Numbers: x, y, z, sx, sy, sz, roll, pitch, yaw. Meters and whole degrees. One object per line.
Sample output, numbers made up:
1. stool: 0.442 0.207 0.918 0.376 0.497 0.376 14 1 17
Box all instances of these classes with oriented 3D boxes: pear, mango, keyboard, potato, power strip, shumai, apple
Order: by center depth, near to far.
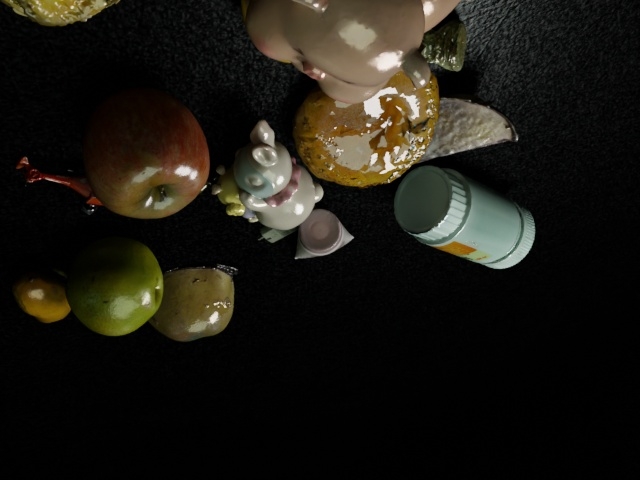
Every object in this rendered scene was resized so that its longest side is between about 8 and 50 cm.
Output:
1. apple: -0.262 -0.131 1.342 0.188 0.174 0.188 -20 149 -12
2. shumai: 0.189 -0.313 1.446 0.080 0.082 0.083 11 144 23
3. potato: 0.215 -0.212 1.614 0.261 0.100 0.120 -12 113 16
4. pear: -0.394 0.078 1.630 0.216 0.180 0.166 9 158 2
5. mango: -0.520 0.110 1.693 0.098 0.075 0.190 -1 153 -1
6. power strip: -0.066 -0.031 1.786 0.136 0.019 0.051 -27 151 13
7. potato: -0.269 0.150 1.852 0.202 0.117 0.182 -4 145 -14
8. keyboard: -0.254 0.109 1.908 0.060 0.018 0.195 16 134 -42

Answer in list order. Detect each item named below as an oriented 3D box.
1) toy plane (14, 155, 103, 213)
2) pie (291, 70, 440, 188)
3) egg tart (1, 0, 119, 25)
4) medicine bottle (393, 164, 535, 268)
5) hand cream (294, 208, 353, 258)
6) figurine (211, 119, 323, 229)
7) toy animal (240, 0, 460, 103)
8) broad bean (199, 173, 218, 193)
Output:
1. toy plane: -0.378 -0.095 1.438 0.126 0.077 0.194 -22 153 31
2. pie: 0.081 -0.198 1.516 0.273 0.069 0.273 -7 135 -7
3. egg tart: -0.313 -0.328 1.098 0.191 0.074 0.191 -17 149 -10
4. medicine bottle: 0.294 -0.046 1.836 0.158 0.158 0.318 -37 146 27
5. hand cream: 0.000 0.000 1.804 0.133 0.083 0.248 -18 170 2
6. figurine: -0.105 -0.112 1.530 0.155 0.127 0.235 -3 155 21
7. toy animal: 0.042 -0.284 1.202 0.345 0.247 0.277 11 140 -42
8. broad bean: -0.253 -0.091 1.520 0.061 0.046 0.195 -32 171 32
